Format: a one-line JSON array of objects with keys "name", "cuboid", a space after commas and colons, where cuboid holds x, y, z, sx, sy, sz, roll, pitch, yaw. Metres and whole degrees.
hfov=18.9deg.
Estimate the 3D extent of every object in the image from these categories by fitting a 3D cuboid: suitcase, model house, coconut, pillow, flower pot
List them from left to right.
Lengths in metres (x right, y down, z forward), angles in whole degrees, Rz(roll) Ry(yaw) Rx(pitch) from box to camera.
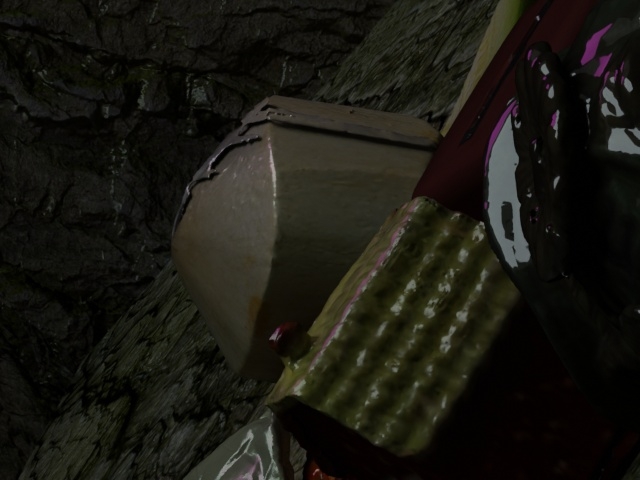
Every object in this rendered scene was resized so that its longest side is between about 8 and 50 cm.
[{"name": "pillow", "cuboid": [-0.113, 0.329, 1.879, 0.281, 0.076, 0.274, -45, 34, 40]}, {"name": "coconut", "cuboid": [0.000, 0.000, 1.930, 0.323, 0.323, 0.323, -51, 10, 12]}, {"name": "model house", "cuboid": [0.095, 0.099, 1.387, 0.196, 0.254, 0.160, -57, 14, -20]}, {"name": "suitcase", "cuboid": [0.232, -0.109, 1.756, 0.297, 0.161, 0.236, -57, 12, -30]}, {"name": "flower pot", "cuboid": [0.233, -0.021, 1.060, 0.301, 0.302, 0.213, -58, 7, -27]}]

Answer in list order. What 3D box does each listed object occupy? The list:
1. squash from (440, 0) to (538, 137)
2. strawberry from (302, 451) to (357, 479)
[{"name": "squash", "cuboid": [0.205, -0.157, 2.112, 0.203, 0.111, 0.288, -49, 20, 43]}, {"name": "strawberry", "cuboid": [0.033, 0.210, 1.827, 0.188, 0.082, 0.121, -101, 29, -65]}]
